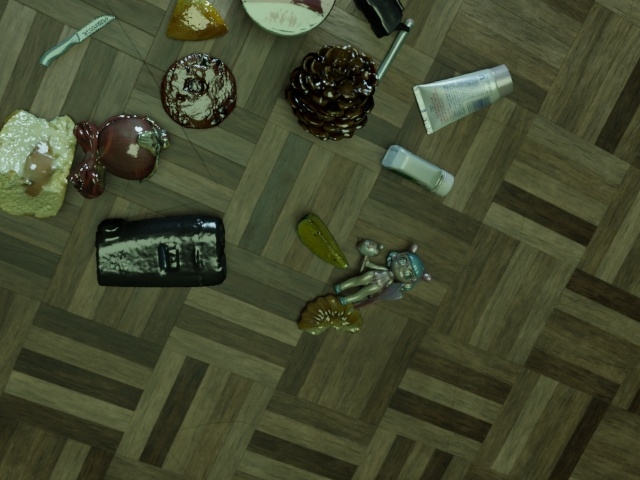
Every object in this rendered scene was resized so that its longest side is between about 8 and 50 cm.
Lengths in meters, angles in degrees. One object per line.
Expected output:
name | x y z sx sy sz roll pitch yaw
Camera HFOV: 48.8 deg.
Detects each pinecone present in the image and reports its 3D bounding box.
pinecone | 0.028 -0.366 1.717 0.224 0.272 0.224 2 70 -5

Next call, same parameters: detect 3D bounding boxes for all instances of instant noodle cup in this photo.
instant noodle cup | -0.086 -0.597 1.669 0.235 0.178 0.234 -2 102 -10

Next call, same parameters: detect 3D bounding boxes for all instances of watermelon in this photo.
watermelon | -0.008 0.004 1.870 0.075 0.092 0.181 -34 115 13

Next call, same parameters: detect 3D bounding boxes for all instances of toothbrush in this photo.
toothbrush | 0.147 -0.422 1.833 0.030 0.025 0.342 31 96 -13

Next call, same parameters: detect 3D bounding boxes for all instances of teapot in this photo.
teapot | 0.160 -0.588 1.768 0.096 0.087 0.177 -39 106 -5

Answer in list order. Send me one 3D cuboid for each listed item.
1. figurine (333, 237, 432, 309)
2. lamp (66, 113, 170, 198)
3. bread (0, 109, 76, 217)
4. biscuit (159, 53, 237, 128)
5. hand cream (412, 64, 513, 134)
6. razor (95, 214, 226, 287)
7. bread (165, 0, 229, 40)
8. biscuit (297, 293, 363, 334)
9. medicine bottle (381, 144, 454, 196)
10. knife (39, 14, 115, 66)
figurine | 0.157 0.087 1.925 0.260 0.103 0.205 -23 70 -3
lamp | -0.476 -0.203 1.699 0.223 0.151 0.215 -8 67 7
bread | -0.701 -0.169 1.707 0.184 0.224 0.211 11 142 -19
biscuit | -0.301 -0.366 1.750 0.192 0.049 0.192 -3 107 -10
hand cream | 0.381 -0.380 1.867 0.248 0.083 0.133 -18 105 5
razor | -0.403 0.030 1.790 0.327 0.107 0.189 -1 103 -9
bread | -0.319 -0.535 1.708 0.136 0.054 0.154 -35 104 2
biscuit | 0.030 0.208 1.937 0.183 0.061 0.118 1 101 -10
medicine bottle | 0.259 -0.183 1.859 0.183 0.119 0.069 24 94 -17
knife | -0.583 -0.483 1.689 0.210 0.015 0.028 -36 100 -2
